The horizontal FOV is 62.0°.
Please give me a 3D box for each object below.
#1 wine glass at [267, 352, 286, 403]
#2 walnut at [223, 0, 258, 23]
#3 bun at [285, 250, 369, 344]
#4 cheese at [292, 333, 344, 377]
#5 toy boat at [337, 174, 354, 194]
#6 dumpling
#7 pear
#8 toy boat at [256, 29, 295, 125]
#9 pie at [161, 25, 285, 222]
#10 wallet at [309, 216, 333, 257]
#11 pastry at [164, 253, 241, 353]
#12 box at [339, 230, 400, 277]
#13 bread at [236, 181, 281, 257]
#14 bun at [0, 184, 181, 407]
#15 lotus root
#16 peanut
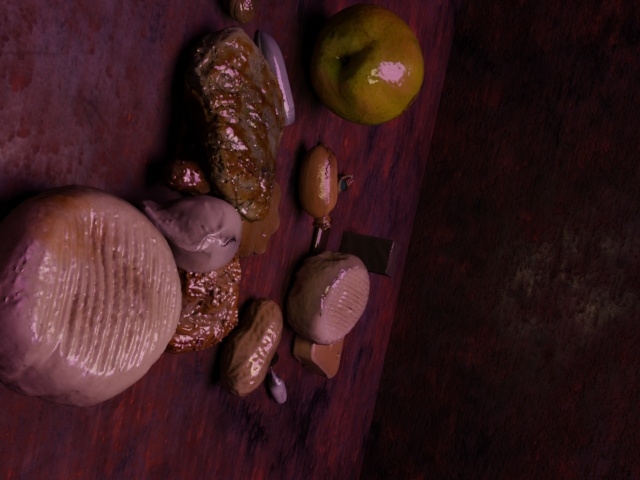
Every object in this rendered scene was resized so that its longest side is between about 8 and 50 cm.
[{"bbox_3d":[-0.162,0.497,1.900,0.262,0.074,0.074,82,30,-42],"label":"wine glass"},{"bbox_3d":[-0.187,-0.560,1.257,0.092,0.092,0.092,13,90,-68],"label":"walnut"},{"bbox_3d":[0.019,0.199,1.973,0.360,0.211,0.359,-25,127,-39],"label":"bun"},{"bbox_3d":[0.025,0.371,2.229,0.384,0.104,0.383,-45,142,-51],"label":"cheese"},{"bbox_3d":[0.089,-0.223,2.118,0.172,0.066,0.065,-40,141,-55],"label":"toy boat"},{"bbox_3d":[-0.280,-0.020,1.132,0.243,0.227,0.175,99,13,-62],"label":"dumpling"},{"bbox_3d":[0.137,-0.556,1.684,0.391,0.391,0.390,13,90,-68],"label":"pear"},{"bbox_3d":[-0.134,-0.442,1.465,0.078,0.085,0.260,-51,135,-50],"label":"toy boat"},{"bbox_3d":[-0.191,-0.264,1.280,0.395,0.181,0.417,37,63,-66],"label":"pie"},{"bbox_3d":[0.000,0.000,2.068,0.110,0.031,0.198,10,93,-69],"label":"wallet"},{"bbox_3d":[-0.287,0.132,1.283,0.255,0.162,0.310,-18,119,-67],"label":"pastry"},{"bbox_3d":[0.215,0.061,2.351,0.155,0.232,0.148,31,73,-68],"label":"box"},{"bbox_3d":[-0.186,-0.073,1.548,0.207,0.056,0.286,43,62,-61],"label":"bread"},{"bbox_3d":[-0.410,0.094,0.889,0.365,0.219,0.365,-8,90,-66],"label":"bun"},{"bbox_3d":[-0.012,-0.188,1.807,0.146,0.131,0.303,-40,135,-58],"label":"lotus root"},{"bbox_3d":[-0.205,0.310,1.599,0.152,0.152,0.313,71,38,-52],"label":"peanut"}]
